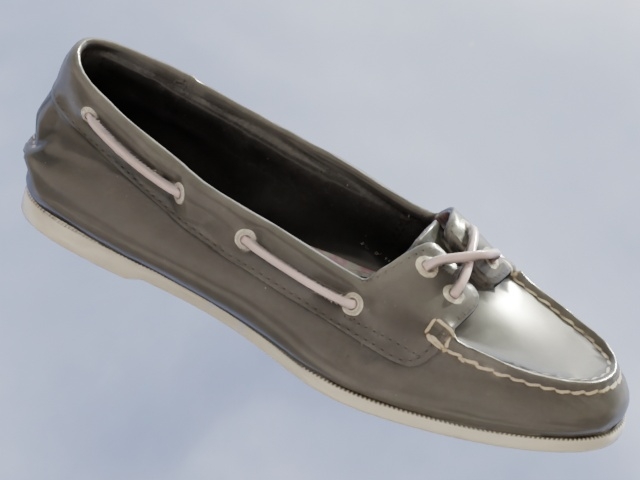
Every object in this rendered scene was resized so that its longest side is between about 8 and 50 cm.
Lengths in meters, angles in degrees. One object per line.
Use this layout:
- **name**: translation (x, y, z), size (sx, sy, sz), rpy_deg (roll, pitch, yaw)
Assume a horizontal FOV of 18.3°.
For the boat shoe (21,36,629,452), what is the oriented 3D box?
- **boat shoe**: translation (0.000, 0.000, 0.970), size (0.335, 0.112, 0.096), rpy_deg (23, -61, 17)
